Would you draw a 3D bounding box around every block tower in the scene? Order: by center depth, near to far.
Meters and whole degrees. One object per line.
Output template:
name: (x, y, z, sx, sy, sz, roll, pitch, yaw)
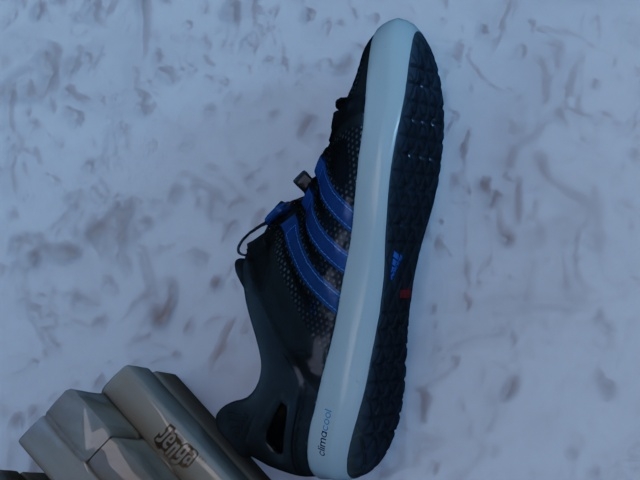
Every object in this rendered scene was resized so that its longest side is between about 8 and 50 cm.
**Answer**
block tower: (-0.169, 0.201, 0.792, 0.335, 0.091, 0.097, -46, 71, 6)

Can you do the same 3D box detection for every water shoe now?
water shoe: (0.000, 0.000, 0.779, 0.080, 0.073, 0.203, 7, 84, 21)
